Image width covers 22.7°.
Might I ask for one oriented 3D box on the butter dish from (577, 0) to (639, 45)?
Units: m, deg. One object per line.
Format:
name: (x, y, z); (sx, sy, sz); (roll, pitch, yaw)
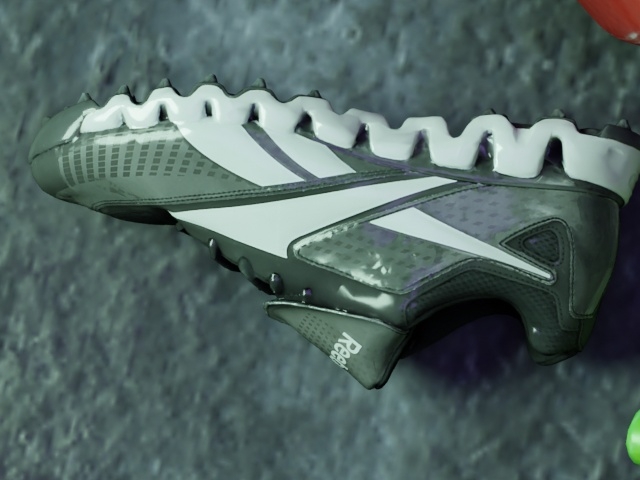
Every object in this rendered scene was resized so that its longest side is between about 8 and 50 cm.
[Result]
butter dish: (0.147, -0.116, 0.572); (0.160, 0.160, 0.118); (-31, 102, 3)

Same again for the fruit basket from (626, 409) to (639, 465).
fruit basket: (0.282, 0.127, 0.464); (0.392, 0.392, 0.283); (-46, 109, 0)

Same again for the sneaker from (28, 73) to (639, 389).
sneaker: (0.000, 0.000, 0.596); (0.234, 0.078, 0.106); (5, 80, 7)
